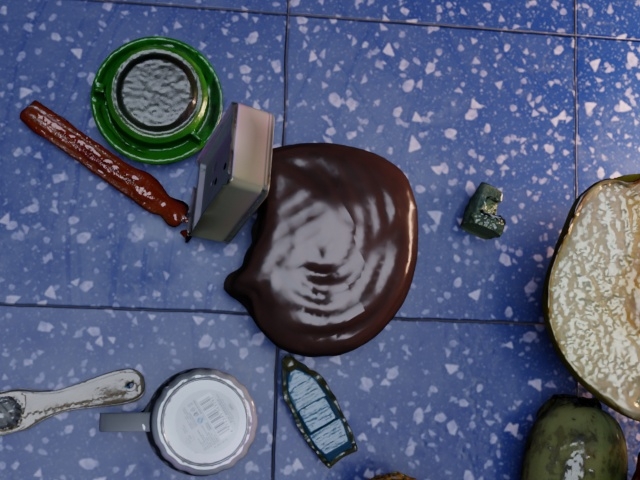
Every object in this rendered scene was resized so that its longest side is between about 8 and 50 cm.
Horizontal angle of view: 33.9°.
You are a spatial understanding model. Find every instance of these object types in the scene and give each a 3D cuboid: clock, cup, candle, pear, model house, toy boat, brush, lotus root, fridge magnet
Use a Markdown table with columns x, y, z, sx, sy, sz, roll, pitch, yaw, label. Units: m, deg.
| x | y | z | sx | sy | sz | roll | pitch | yaw | label |
| --- | --- | --- | --- | --- | --- | --- | --- | --- | --- |
| -0.136 | -0.100 | 1.586 | 0.071 | 0.192 | 0.147 | 14 | 60 | -19 | clock |
| -0.197 | 0.278 | 1.540 | 0.221 | 0.202 | 0.167 | -28 | 86 | -12 | cup |
| -0.328 | -0.114 | 1.653 | 0.329 | 0.048 | 0.051 | 36 | 52 | -2 | candle |
| 0.501 | 0.091 | 1.669 | 0.340 | 0.191 | 0.387 | -8 | 84 | -5 | pear |
| 0.272 | -0.051 | 1.713 | 0.066 | 0.079 | 0.083 | 23 | 79 | -6 | model house |
| -0.009 | 0.260 | 1.632 | 0.075 | 0.077 | 0.185 | -28 | 87 | -10 | toy boat |
| -0.428 | 0.249 | 1.585 | 0.327 | 0.065 | 0.070 | -12 | 84 | -11 | brush |
| 0.390 | 0.396 | 1.639 | 0.173 | 0.173 | 0.309 | 10 | 84 | -7 | lotus root |
| -0.257 | -0.223 | 1.655 | 0.208 | 0.088 | 0.208 | 1 | 82 | -8 | fridge magnet |

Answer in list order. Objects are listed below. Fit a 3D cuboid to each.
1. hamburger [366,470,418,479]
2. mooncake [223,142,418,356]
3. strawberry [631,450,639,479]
| x | y | z | sx | sy | sz | roll | pitch | yaw | label |
| --- | --- | --- | --- | --- | --- | --- | --- | --- | --- |
| 0.132 | 0.474 | 1.534 | 0.291 | 0.291 | 0.225 | 39 | 79 | -2 | hamburger |
| 0.000 | 0.000 | 1.623 | 0.326 | 0.174 | 0.334 | -43 | 91 | -9 | mooncake |
| 0.533 | 0.372 | 1.586 | 0.149 | 0.336 | 0.265 | 18 | 59 | 32 | strawberry |
